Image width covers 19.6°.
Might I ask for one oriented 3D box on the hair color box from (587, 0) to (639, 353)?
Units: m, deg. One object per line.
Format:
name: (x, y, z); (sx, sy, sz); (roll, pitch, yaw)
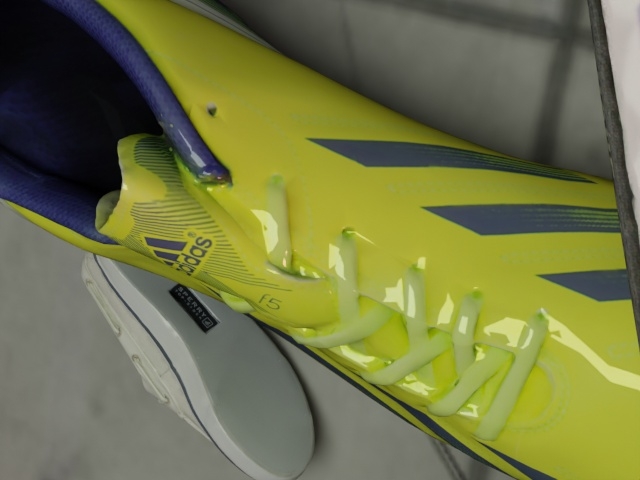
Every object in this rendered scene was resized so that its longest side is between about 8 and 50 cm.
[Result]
hair color box: (0.226, -0.054, 0.371); (0.338, 0.110, 0.185); (-8, 96, 11)

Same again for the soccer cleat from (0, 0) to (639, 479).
soccer cleat: (-0.001, 0.001, 0.505); (0.289, 0.121, 0.093); (29, 109, 16)

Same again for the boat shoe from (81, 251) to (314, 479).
boat shoe: (-0.041, 0.037, 0.582); (0.100, 0.035, 0.035); (50, 142, 4)
